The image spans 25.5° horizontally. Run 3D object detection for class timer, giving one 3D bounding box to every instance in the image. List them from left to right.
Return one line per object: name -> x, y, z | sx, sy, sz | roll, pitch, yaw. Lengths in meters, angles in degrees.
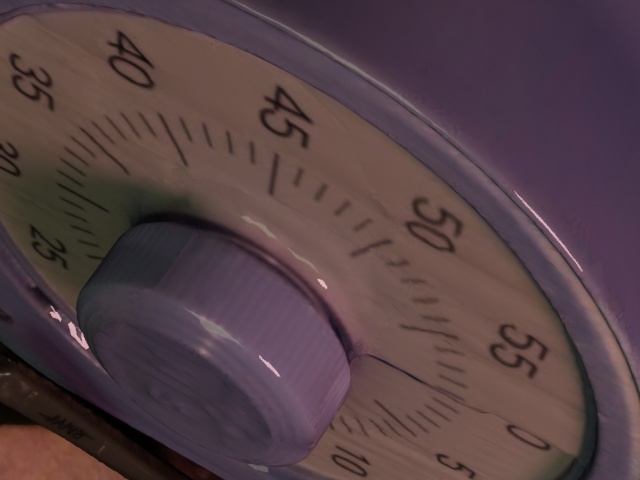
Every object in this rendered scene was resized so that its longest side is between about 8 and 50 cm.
timer -> 0.000, 0.000, 0.573 | 0.395, 0.173, 0.395 | 24, 148, 16

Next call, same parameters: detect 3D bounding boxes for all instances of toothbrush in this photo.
toothbrush -> -0.076, 0.135, 0.758 | 0.030, 0.031, 0.297 | -10, 142, 33

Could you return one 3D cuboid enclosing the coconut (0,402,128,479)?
coconut -> -0.210, 0.221, 0.816 | 0.328, 0.329, 0.329 | 11, 120, 19
